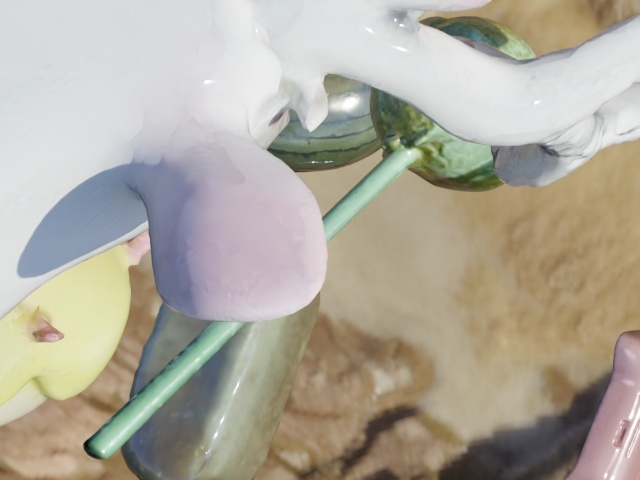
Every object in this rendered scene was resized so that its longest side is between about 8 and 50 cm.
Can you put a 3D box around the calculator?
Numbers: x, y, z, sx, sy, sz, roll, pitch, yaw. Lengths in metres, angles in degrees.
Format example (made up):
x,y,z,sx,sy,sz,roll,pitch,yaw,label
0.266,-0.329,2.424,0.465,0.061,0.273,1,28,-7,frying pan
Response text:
x,y,z,sx,sy,sz,roll,pitch,yaw,label
0.323,0.202,1.692,0.048,0.330,0.220,19,85,31,calculator

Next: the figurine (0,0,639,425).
x,y,z,sx,sy,sz,roll,pitch,yaw,label
-0.060,-0.054,0.440,0.316,0.284,0.206,-20,100,35,figurine

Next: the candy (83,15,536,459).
x,y,z,sx,sy,sz,roll,pitch,yaw,label
0.000,0.000,0.559,0.061,0.061,0.202,36,63,20,candy

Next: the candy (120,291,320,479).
x,y,z,sx,sy,sz,roll,pitch,yaw,label
-0.077,0.093,1.409,0.102,0.104,0.234,17,76,26,candy

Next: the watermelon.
x,y,z,sx,sy,sz,roll,pitch,yaw,label
-0.007,-0.076,0.978,0.111,0.078,0.078,-7,65,-15,watermelon
